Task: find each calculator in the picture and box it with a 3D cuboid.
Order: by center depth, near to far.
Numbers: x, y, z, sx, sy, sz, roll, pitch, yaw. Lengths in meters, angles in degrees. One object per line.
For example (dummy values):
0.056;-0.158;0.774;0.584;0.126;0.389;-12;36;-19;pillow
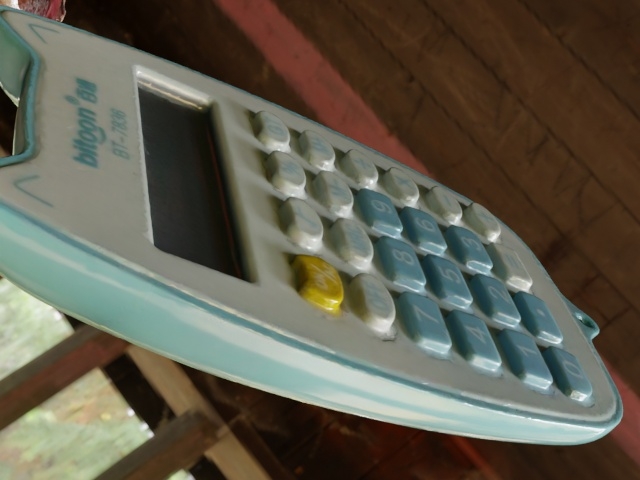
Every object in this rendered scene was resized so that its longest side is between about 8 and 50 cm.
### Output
0.000;0.000;0.579;0.054;0.386;0.256;-60;-154;26;calculator

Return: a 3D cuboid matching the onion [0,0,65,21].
-0.298;-0.210;0.825;0.159;0.195;0.159;-9;90;-87;onion
